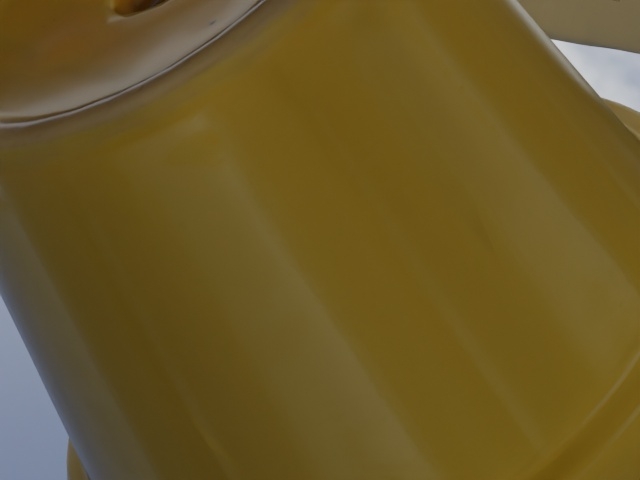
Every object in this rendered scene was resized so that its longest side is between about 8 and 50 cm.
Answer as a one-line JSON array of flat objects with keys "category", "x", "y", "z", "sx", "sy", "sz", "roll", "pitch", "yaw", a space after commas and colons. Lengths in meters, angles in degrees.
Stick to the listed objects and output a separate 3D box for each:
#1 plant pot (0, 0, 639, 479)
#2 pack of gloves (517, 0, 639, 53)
[{"category": "plant pot", "x": 0.000, "y": 0.000, "z": 0.590, "sx": 0.239, "sy": 0.254, "sz": 0.254, "roll": 58, "pitch": -160, "yaw": -32}, {"category": "pack of gloves", "x": 0.206, "y": -0.090, "z": 1.051, "sx": 0.232, "sy": 0.195, "sz": 0.046, "roll": 15, "pitch": -151, "yaw": -5}]
